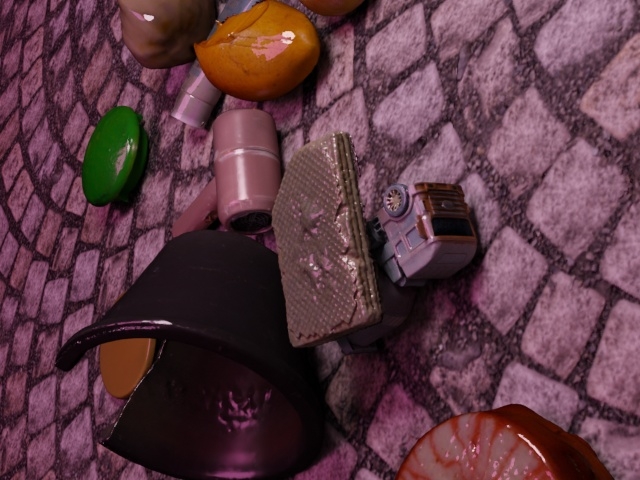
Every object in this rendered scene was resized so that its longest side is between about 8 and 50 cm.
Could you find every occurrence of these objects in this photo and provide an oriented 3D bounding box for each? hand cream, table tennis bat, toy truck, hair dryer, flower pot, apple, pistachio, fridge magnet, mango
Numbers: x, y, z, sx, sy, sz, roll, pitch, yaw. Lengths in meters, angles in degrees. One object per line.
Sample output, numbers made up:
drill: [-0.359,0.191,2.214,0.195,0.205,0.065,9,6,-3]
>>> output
hand cream: [-0.171,-0.349,1.974,0.111,0.070,0.312,34,101,58]
table tennis bat: [-0.320,0.160,1.984,0.321,0.050,0.198,-41,47,42]
toy truck: [0.091,0.038,1.429,0.256,0.108,0.140,-40,60,40]
hair dryer: [-0.172,-0.053,1.848,0.344,0.106,0.189,-43,47,49]
flower pot: [-0.147,0.147,1.563,0.379,0.379,0.251,-35,28,42]
apple: [0.014,-0.418,1.692,0.146,0.146,0.147,-25,57,47]
pistachio: [-0.289,-0.415,2.042,0.166,0.197,0.288,-51,19,21]
fridge magnet: [-0.408,-0.164,2.199,0.208,0.088,0.208,-26,56,45]
mango: [-0.090,-0.302,1.794,0.252,0.126,0.154,3,67,47]

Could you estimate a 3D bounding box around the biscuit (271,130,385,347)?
biscuit: [0.000,0.000,1.413,0.150,0.052,0.252,-22,71,47]

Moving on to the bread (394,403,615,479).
bread: [0.180,0.344,1.167,0.295,0.114,0.328,31,100,55]
